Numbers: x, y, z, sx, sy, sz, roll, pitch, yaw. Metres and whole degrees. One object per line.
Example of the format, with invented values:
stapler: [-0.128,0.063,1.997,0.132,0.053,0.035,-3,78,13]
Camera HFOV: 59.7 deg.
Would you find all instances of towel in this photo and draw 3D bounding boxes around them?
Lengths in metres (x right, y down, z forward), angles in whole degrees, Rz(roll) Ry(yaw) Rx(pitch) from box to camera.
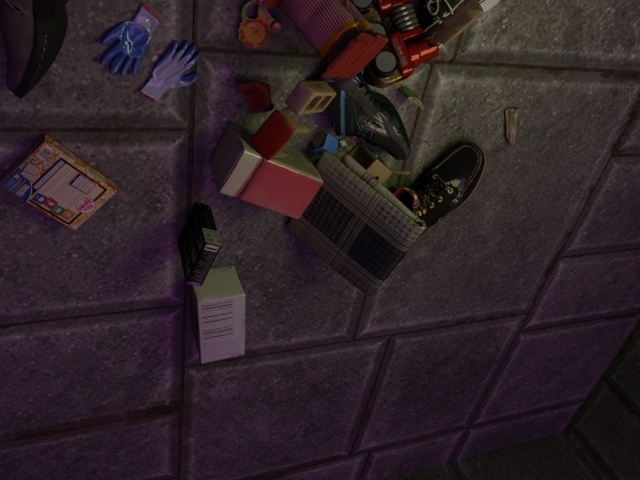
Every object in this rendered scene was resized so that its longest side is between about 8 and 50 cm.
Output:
towel: [0.081,-0.043,1.461,0.056,0.324,0.312,-40,166,-44]

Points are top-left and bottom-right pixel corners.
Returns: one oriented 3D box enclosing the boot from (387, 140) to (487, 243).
boot: [0.288,-0.120,1.539,0.377,0.138,0.284,-47,163,24]

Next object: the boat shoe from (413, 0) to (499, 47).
boat shoe: [0.281,-0.531,1.290,0.306,0.113,0.105,-33,127,0]

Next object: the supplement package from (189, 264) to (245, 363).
supplement package: [-0.297,0.213,1.608,0.134,0.139,0.244,-9,129,-20]

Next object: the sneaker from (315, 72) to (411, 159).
sneaker: [0.106,-0.309,1.405,0.139,0.125,0.341,-31,130,25]

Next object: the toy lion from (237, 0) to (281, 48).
toy lion: [-0.140,-0.468,1.202,0.096,0.034,0.100,-26,133,7]

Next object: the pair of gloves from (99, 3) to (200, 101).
pair of gloves: [-0.352,-0.384,1.174,0.159,0.023,0.198,-44,131,14]

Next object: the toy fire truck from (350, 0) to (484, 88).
toy fire truck: [0.195,-0.475,1.201,0.246,0.158,0.217,-22,95,-5]

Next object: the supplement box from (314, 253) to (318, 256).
supplement box: [0.000,0.000,1.638,0.055,0.043,0.083,-19,133,-12]

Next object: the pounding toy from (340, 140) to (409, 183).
pounding toy: [0.135,-0.185,1.490,0.141,0.130,0.100,-46,131,15]

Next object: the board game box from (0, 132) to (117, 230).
board game box: [-0.587,-0.126,1.258,0.147,0.045,0.193,-39,133,8]

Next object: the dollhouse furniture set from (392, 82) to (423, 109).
dollhouse furniture set: [0.212,-0.396,1.391,0.152,0.076,0.058,25,114,-37]

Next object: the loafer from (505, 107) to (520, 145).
loafer: [0.561,-0.336,1.636,0.045,0.039,0.125,-48,144,-29]

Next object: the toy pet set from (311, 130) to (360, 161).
toy pet set: [0.041,-0.236,1.449,0.122,0.065,0.114,-46,131,14]

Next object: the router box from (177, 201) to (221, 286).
router box: [-0.309,0.007,1.407,0.046,0.179,0.133,15,120,-31]

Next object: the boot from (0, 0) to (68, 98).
boot: [-0.568,-0.426,0.976,0.223,0.118,0.338,27,132,-19]

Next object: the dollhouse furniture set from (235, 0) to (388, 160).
dollhouse furniture set: [-0.064,-0.357,1.160,0.374,0.201,0.152,-43,173,30]

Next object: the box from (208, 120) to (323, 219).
box: [-0.135,-0.168,1.365,0.232,0.148,0.127,18,118,-34]
